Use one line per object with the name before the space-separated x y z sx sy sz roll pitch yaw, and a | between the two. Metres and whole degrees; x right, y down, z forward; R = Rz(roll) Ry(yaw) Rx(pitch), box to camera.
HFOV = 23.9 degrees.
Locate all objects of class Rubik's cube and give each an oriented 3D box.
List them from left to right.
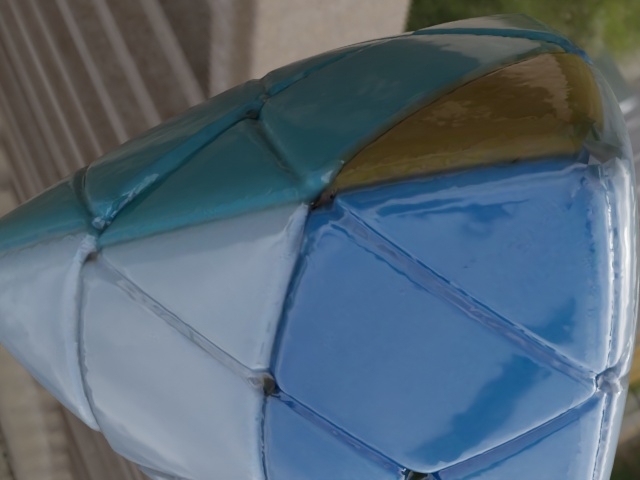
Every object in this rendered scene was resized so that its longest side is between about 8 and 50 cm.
Rubik's cube | 0.000 0.000 0.497 0.254 0.254 0.254 -23 159 -9
